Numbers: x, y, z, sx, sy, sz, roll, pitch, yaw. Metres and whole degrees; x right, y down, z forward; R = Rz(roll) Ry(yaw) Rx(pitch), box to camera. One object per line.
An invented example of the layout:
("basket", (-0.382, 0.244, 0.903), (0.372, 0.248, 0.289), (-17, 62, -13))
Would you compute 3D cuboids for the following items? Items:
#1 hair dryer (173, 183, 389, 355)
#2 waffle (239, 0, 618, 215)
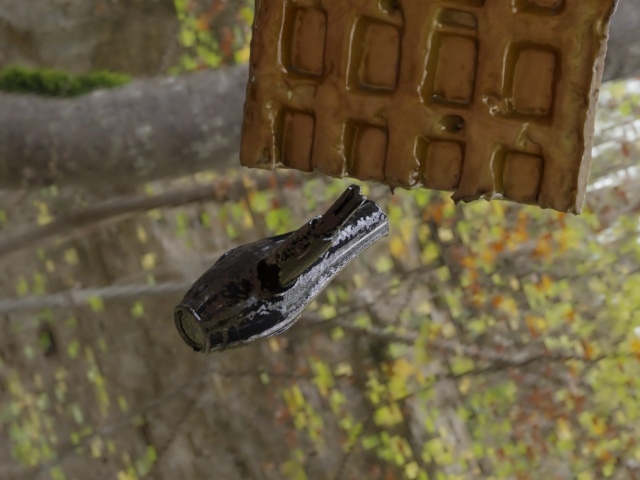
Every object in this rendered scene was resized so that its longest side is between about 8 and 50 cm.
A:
("hair dryer", (0.000, 0.000, 1.199), (0.075, 0.195, 0.219), (56, -29, 5))
("waffle", (0.099, -0.187, 1.476), (0.348, 0.077, 0.304), (12, -76, 19))
